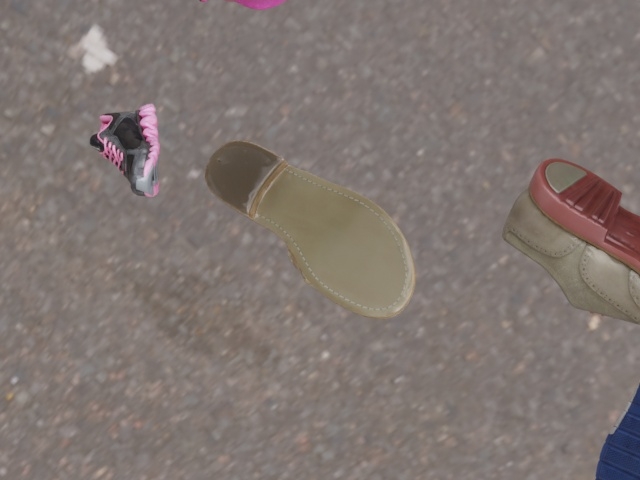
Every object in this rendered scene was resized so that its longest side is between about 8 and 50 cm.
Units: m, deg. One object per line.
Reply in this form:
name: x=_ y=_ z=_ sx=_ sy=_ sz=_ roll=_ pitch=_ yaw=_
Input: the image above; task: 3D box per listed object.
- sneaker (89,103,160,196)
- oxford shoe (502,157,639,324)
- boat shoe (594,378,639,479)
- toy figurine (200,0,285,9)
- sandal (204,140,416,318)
sneaker: x=-0.159 y=-0.072 z=1.276 sx=0.057 sy=0.047 sz=0.119 roll=1 pitch=30 yaw=-10
oxford shoe: x=0.377 y=0.048 z=1.883 sx=0.348 sy=0.130 sz=0.123 roll=40 pitch=39 yaw=7
boat shoe: x=0.251 y=0.129 z=1.088 sx=0.066 sy=0.066 sz=0.183 roll=19 pitch=95 yaw=-29
toy figurine: x=-0.020 y=-0.194 z=0.815 sx=0.130 sy=0.173 sz=0.159 roll=23 pitch=43 yaw=13
sandal: x=0.004 y=-0.005 z=1.363 sx=0.240 sy=0.079 sz=0.088 roll=36 pitch=87 yaw=29
